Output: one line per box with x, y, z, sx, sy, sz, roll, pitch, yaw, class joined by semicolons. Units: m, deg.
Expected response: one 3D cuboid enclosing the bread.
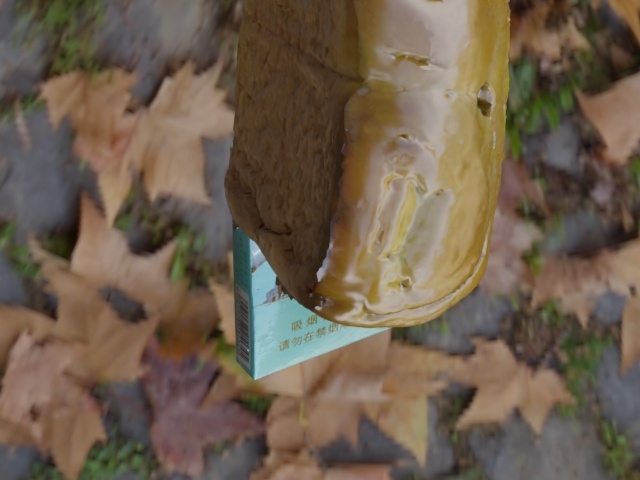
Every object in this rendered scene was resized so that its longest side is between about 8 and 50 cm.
0.037;-0.128;1.332;0.148;0.337;0.328;2;103;-16;bread

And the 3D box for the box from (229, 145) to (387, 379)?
0.000;0.000;1.666;0.162;0.041;0.229;-19;130;-26;box
